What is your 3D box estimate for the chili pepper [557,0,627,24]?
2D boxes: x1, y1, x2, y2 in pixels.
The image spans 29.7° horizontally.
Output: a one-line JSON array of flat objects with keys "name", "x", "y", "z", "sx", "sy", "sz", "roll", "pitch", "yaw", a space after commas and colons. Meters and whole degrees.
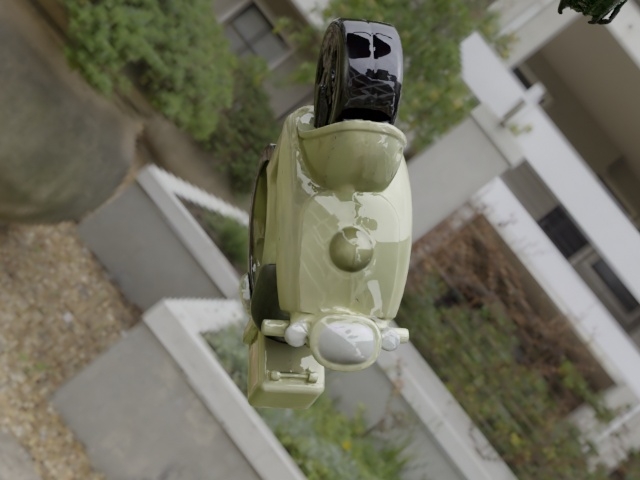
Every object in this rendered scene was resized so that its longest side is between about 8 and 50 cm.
[{"name": "chili pepper", "x": 0.192, "y": -0.194, "z": 0.639, "sx": 0.061, "sy": 0.098, "sz": 0.224, "roll": 29, "pitch": -29, "yaw": -13}]

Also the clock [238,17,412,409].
[{"name": "clock", "x": 0.000, "y": 0.000, "z": 1.063, "sx": 0.379, "sy": 0.120, "sz": 0.276, "roll": 120, "pitch": -29, "yaw": -69}]
